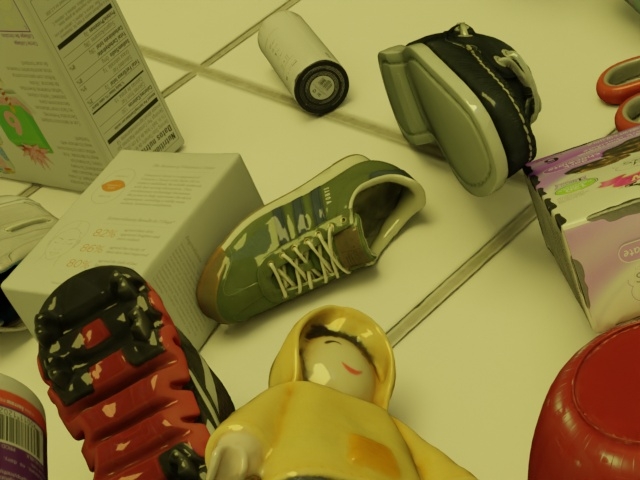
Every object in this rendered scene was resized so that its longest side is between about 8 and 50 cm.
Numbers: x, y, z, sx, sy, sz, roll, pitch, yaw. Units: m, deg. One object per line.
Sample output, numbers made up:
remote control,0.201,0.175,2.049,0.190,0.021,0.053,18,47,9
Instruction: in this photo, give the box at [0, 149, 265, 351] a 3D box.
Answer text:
box,-0.137,0.016,0.949,0.130,0.091,0.170,5,44,35

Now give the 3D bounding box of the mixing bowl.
mixing bowl,0.185,0.106,0.640,0.181,0.098,0.181,-16,36,12

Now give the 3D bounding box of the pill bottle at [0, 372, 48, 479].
pill bottle,-0.203,0.176,0.662,0.108,0.108,0.193,-18,50,8

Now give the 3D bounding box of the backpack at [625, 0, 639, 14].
backpack,0.303,-0.276,1.015,0.144,0.166,0.188,-13,33,0

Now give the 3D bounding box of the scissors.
scissors,0.359,-0.135,0.922,0.297,0.021,0.109,-12,35,19

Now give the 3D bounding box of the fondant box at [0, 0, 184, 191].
fondant box,-0.296,-0.204,1.123,0.238,0.330,0.096,10,45,39

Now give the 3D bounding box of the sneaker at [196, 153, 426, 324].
sneaker,0.000,0.000,0.913,0.192,0.064,0.086,-39,33,-26

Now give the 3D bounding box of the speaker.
speaker,-0.019,-0.173,1.162,0.055,0.055,0.136,-26,34,-4

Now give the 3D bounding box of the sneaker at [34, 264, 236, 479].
sneaker,-0.091,0.150,0.743,0.097,0.135,0.276,-26,58,6

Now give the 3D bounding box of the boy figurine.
boy figurine,0.023,0.128,0.674,0.177,0.092,0.285,18,19,-9

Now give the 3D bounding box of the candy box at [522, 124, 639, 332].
candy box,0.223,-0.026,0.755,0.165,0.070,0.196,-18,12,7

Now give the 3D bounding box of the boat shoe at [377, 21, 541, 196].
boat shoe,0.114,-0.114,0.912,0.091,0.114,0.302,-21,21,-2

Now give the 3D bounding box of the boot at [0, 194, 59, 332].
boot,-0.314,0.041,0.992,0.258,0.095,0.123,-30,36,-30
